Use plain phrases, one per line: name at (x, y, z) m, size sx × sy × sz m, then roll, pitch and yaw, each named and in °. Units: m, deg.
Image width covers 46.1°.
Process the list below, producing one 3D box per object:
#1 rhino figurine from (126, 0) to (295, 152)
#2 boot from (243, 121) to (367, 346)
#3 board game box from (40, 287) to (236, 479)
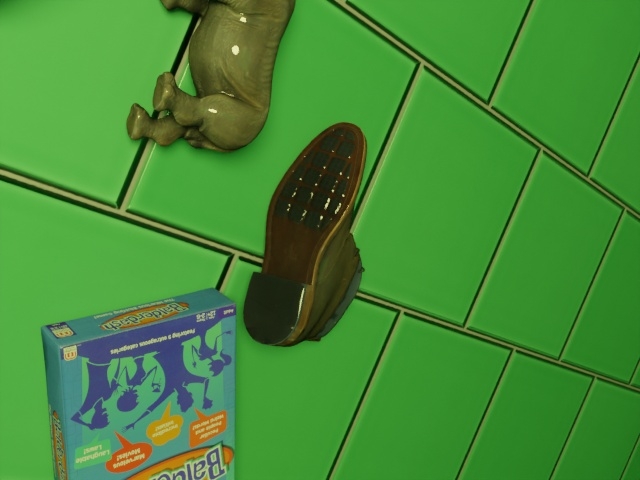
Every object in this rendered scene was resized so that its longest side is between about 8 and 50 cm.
rhino figurine at (-0.068, -0.183, 0.588) m, size 0.106 × 0.073 × 0.243 m, roll 12°, pitch 97°, yaw -37°
boot at (0.000, 0.000, 0.729) m, size 0.219 × 0.082 × 0.106 m, roll -67°, pitch 154°, yaw -4°
board game box at (-0.153, 0.160, 0.664) m, size 0.160 × 0.047 × 0.210 m, roll -12°, pitch 115°, yaw -36°
